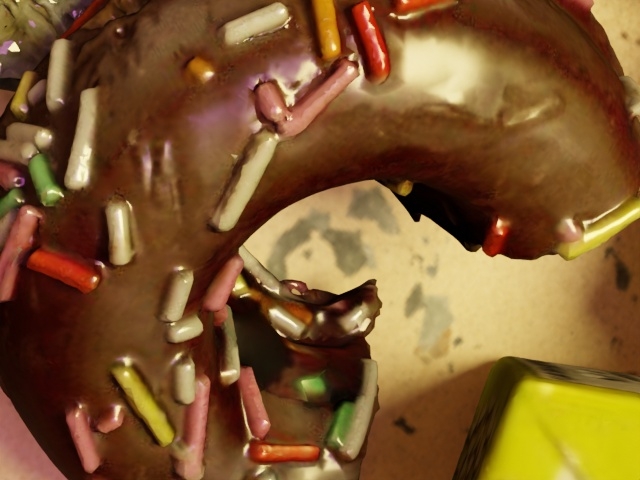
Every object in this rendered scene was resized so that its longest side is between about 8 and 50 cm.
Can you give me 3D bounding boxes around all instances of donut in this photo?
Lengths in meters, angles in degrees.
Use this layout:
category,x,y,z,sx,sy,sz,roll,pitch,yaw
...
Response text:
category,x,y,z,sx,sy,sz,roll,pitch,yaw
donut,-0.019,-0.007,0.642,0.259,0.136,0.345,33,104,-34

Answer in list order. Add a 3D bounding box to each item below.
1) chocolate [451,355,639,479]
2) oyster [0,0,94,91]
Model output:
category,x,y,z,sx,sy,sz,roll,pitch,yaw
chocolate,0.112,0.198,0.691,0.137,0.301,0.289,20,89,5
oyster,-0.069,-0.146,0.676,0.267,0.112,0.198,-2,97,-26
